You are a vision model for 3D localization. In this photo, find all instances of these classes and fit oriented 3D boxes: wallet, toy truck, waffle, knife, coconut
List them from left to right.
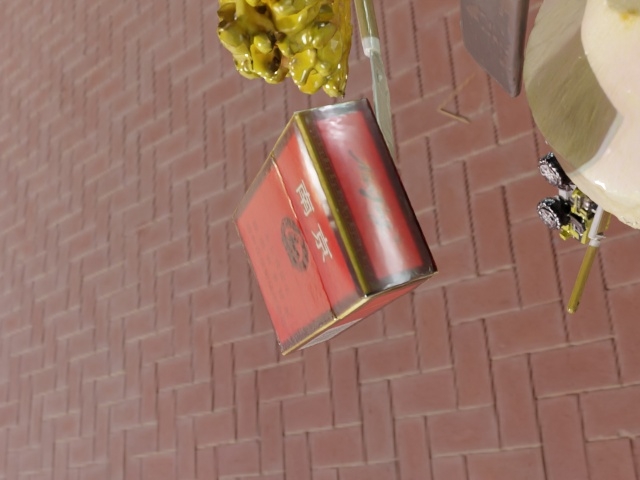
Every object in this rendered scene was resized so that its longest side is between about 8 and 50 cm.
[{"bbox_3d":[-0.020,-0.187,0.482,0.070,0.193,0.197,0,89,8],"label":"waffle"},{"bbox_3d":[0.053,-0.162,0.786,0.017,0.047,0.297,-12,76,15],"label":"knife"},{"bbox_3d":[0.302,-0.390,1.453,0.042,0.309,0.165,-33,61,-6],"label":"wallet"},{"bbox_3d":[0.464,-0.112,1.474,0.136,0.286,0.111,-35,50,-13],"label":"toy truck"},{"bbox_3d":[0.395,-0.013,1.183,0.022,0.046,0.256,24,107,35],"label":"knife"},{"bbox_3d":[0.287,-0.133,0.657,0.259,0.259,0.259,-12,73,43],"label":"coconut"}]

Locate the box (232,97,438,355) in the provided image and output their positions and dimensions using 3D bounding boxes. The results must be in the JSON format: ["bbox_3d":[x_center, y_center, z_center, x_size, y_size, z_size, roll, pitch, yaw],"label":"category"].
[{"bbox_3d":[-0.001,0.000,0.718,0.240,0.074,0.153,136,120,-65],"label":"box"}]
